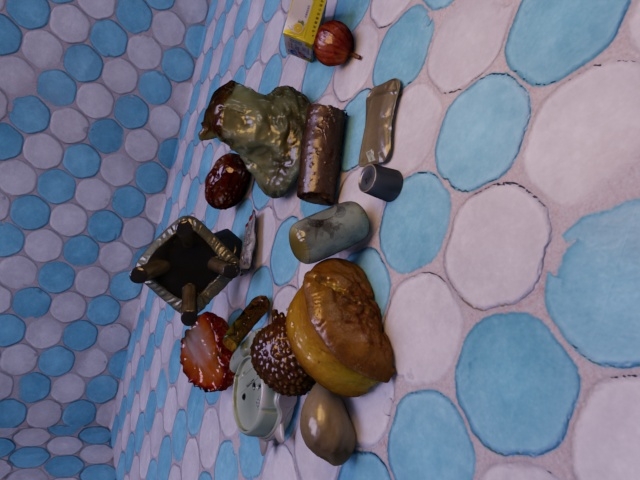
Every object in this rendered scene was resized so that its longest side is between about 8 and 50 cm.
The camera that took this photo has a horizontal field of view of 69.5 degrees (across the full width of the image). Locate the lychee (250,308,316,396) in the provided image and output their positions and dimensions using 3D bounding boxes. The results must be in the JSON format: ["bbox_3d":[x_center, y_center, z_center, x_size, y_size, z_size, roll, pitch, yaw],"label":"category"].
[{"bbox_3d":[-0.090,0.285,1.190,0.200,0.200,0.238,-48,54,40],"label":"lychee"}]

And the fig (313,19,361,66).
[{"bbox_3d":[0.050,-0.577,1.344,0.150,0.128,0.129,-1,78,32],"label":"fig"}]

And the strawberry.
[{"bbox_3d":[-0.384,0.417,1.695,0.336,0.149,0.265,39,106,46],"label":"strawberry"}]

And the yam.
[{"bbox_3d":[0.002,-0.244,1.292,0.131,0.131,0.280,-3,78,59],"label":"yam"}]

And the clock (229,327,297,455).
[{"bbox_3d":[-0.170,0.440,1.344,0.265,0.108,0.324,-49,41,39],"label":"clock"}]

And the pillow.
[{"bbox_3d":[0.145,-0.293,1.156,0.130,0.033,0.218,-2,77,56],"label":"pillow"}]

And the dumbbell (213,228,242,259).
[{"bbox_3d":[-0.449,0.038,1.921,0.144,0.156,0.316,-55,24,-22],"label":"dumbbell"}]

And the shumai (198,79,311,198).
[{"bbox_3d":[-0.217,-0.355,1.504,0.324,0.323,0.398,-35,50,47],"label":"shumai"}]

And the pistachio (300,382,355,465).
[{"bbox_3d":[0.015,0.412,1.047,0.124,0.124,0.185,-44,38,44],"label":"pistachio"}]

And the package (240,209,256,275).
[{"bbox_3d":[-0.265,0.016,1.722,0.166,0.040,0.232,135,141,-58],"label":"package"}]

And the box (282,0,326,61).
[{"bbox_3d":[-0.047,-0.682,1.455,0.265,0.097,0.169,-99,27,-78],"label":"box"}]

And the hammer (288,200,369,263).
[{"bbox_3d":[0.000,0.000,1.201,0.113,0.201,0.305,67,164,6],"label":"hammer"}]

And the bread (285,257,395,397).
[{"bbox_3d":[0.019,0.184,1.051,0.194,0.178,0.340,-53,38,37],"label":"bread"}]

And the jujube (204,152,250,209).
[{"bbox_3d":[-0.381,-0.237,1.893,0.243,0.183,0.184,-47,41,30],"label":"jujube"}]

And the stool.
[{"bbox_3d":[-0.476,0.106,1.639,0.310,0.310,0.226,-47,12,-3],"label":"stool"}]

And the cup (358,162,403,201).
[{"bbox_3d":[0.135,-0.145,1.076,0.078,0.077,0.100,-51,39,38],"label":"cup"}]

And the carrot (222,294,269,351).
[{"bbox_3d":[-0.231,0.253,1.445,0.069,0.069,0.229,-50,1,38],"label":"carrot"}]
